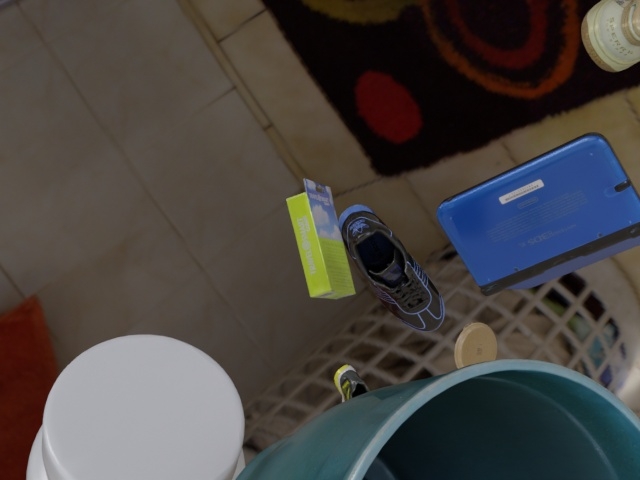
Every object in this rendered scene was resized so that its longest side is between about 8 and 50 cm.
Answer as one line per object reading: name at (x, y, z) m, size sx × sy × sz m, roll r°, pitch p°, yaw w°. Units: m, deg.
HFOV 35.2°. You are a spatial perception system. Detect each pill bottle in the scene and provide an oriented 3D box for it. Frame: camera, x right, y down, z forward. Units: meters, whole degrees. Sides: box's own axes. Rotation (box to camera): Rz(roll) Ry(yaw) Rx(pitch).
pill bottle at (-0.183, 0.259, 0.992) m, size 0.204 × 0.204 × 0.361 m, roll 39°, pitch 143°, yaw 16°

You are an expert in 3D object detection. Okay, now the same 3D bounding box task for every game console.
game console at (0.376, -0.035, 1.599) m, size 0.293 × 0.173 × 0.250 m, roll -26°, pitch 104°, yaw 30°

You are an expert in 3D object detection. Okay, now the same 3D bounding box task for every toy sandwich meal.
toy sandwich meal at (0.209, 0.152, 1.381) m, size 0.029 × 0.086 × 0.085 m, roll 7°, pitch 128°, yaw 56°

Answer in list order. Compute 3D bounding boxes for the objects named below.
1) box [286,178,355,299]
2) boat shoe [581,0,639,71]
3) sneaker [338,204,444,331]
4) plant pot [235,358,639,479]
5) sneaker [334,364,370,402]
box at (0.000, 0.000, 1.563) m, size 0.043 × 0.109 × 0.178 m, roll -18°, pitch 78°, yaw 20°
boat shoe at (0.407, -0.279, 1.089) m, size 0.104 × 0.285 × 0.089 m, roll 52°, pitch 160°, yaw -9°
sneaker at (0.105, 0.055, 1.414) m, size 0.232 × 0.081 × 0.090 m, roll 49°, pitch -172°, yaw -23°
plant pot at (0.055, 0.218, 0.666) m, size 0.271 × 0.272 × 0.255 m, roll 57°, pitch 152°, yaw -10°
sneaker at (0.039, 0.165, 1.017) m, size 0.035 × 0.031 × 0.083 m, roll 35°, pitch 154°, yaw 58°
